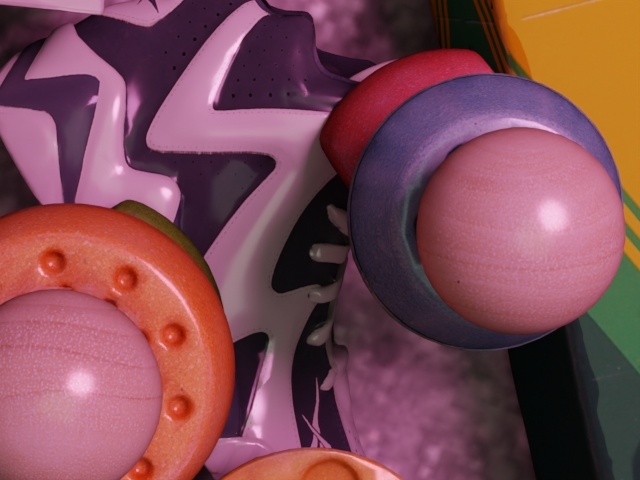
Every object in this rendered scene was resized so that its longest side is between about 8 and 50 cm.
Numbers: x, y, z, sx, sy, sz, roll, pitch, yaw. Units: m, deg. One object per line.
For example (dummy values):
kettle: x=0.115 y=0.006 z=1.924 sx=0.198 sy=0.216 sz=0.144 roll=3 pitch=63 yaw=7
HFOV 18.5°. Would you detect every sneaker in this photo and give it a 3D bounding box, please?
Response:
sneaker: x=0.000 y=0.000 z=0.730 sx=0.153 sy=0.094 sz=0.235 roll=-32 pitch=94 yaw=3

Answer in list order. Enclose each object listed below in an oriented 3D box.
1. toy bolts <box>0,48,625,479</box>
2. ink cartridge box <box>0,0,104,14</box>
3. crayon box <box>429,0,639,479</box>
toy bolts: x=0.007 y=0.051 z=0.610 sx=0.228 sy=0.158 sz=0.218 roll=-35 pitch=98 yaw=-1
ink cartridge box: x=-0.105 y=-0.136 z=0.682 sx=0.061 sy=0.104 sz=0.181 roll=5 pitch=98 yaw=-12
crayon box: x=0.237 y=-0.073 z=0.762 sx=0.363 sy=0.106 sz=0.313 roll=-15 pitch=101 yaw=-9
